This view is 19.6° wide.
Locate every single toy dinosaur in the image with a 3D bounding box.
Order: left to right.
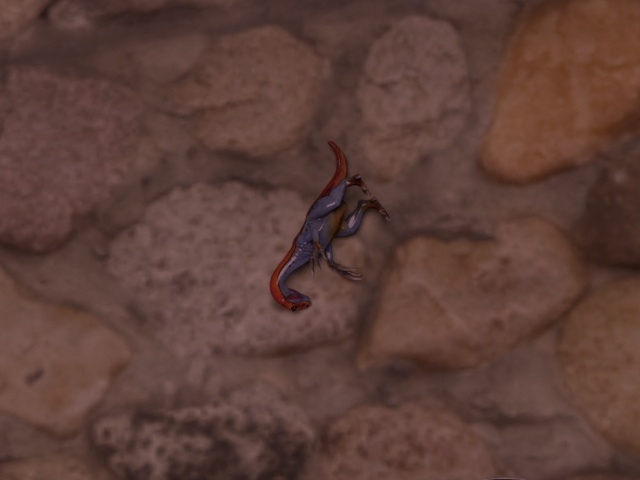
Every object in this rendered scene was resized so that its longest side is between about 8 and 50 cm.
[{"bbox_3d":[0.000,0.000,1.075,0.082,0.047,0.090,-36,39,3],"label":"toy dinosaur"}]

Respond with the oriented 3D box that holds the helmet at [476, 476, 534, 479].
[{"bbox_3d":[0.085,0.206,0.926,0.169,0.161,0.169,-1,72,5],"label":"helmet"}]
